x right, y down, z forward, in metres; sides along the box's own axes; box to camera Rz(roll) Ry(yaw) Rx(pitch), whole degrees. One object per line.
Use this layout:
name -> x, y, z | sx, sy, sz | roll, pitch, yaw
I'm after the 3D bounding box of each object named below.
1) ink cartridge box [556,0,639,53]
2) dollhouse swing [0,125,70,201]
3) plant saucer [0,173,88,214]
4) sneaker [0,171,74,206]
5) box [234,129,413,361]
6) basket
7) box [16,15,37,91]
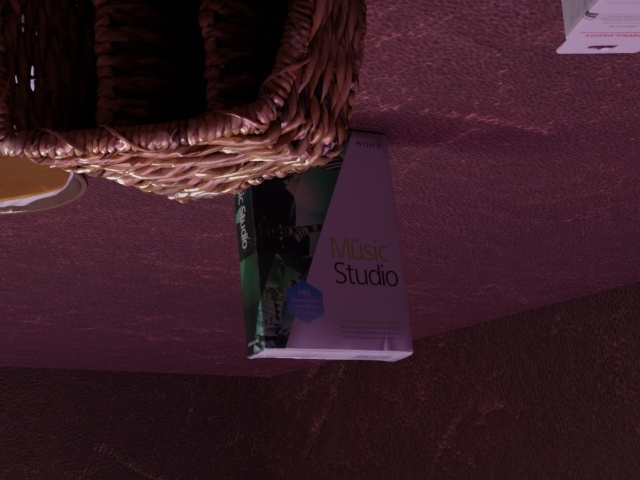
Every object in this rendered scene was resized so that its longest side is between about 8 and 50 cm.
ink cartridge box -> 0.316, -0.256, 1.338 | 0.104, 0.060, 0.180 | -2, 166, -11
dollhouse swing -> -0.440, 0.007, 1.437 | 0.315, 0.305, 0.347 | -13, -176, -42
plant saucer -> -0.468, -0.089, 1.812 | 0.278, 0.041, 0.278 | -5, 166, -1
sneaker -> -0.346, -0.111, 1.644 | 0.232, 0.090, 0.115 | -27, 161, 33
box -> 0.000, 0.000, 1.732 | 0.232, 0.322, 0.058 | 4, 159, -31
basket -> -0.103, -0.199, 0.948 | 0.213, 0.299, 0.223 | -13, 164, 31
box -> -0.282, -0.199, 1.296 | 0.203, 0.103, 0.114 | 7, 161, -39
